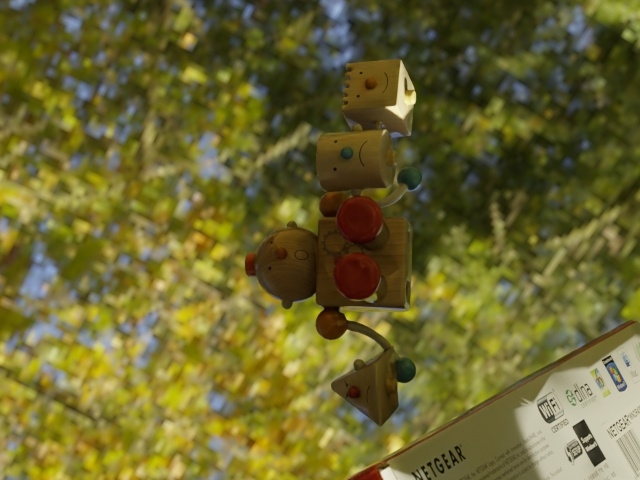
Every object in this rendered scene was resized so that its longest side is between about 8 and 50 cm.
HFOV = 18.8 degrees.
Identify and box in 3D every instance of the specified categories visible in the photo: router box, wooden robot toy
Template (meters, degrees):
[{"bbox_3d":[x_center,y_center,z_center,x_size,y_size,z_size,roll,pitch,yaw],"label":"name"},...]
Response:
[{"bbox_3d":[-0.004,0.164,0.884,0.082,0.301,0.335,61,-155,6],"label":"router box"},{"bbox_3d":[0.000,0.000,0.888,0.076,0.079,0.173,34,-124,-68],"label":"wooden robot toy"}]
